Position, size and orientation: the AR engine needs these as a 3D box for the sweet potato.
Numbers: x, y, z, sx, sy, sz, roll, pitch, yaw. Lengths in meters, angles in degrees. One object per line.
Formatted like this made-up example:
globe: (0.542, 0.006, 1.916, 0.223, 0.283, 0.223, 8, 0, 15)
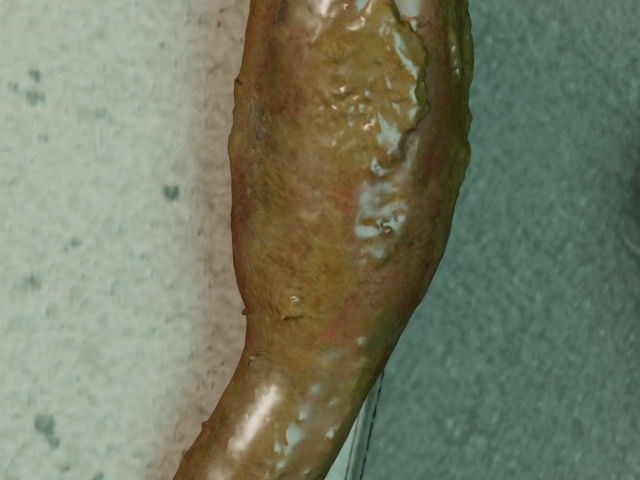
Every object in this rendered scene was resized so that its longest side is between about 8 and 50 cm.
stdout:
sweet potato: (0.000, 0.000, 0.761, 0.109, 0.109, 0.385, 9, 95, -38)
